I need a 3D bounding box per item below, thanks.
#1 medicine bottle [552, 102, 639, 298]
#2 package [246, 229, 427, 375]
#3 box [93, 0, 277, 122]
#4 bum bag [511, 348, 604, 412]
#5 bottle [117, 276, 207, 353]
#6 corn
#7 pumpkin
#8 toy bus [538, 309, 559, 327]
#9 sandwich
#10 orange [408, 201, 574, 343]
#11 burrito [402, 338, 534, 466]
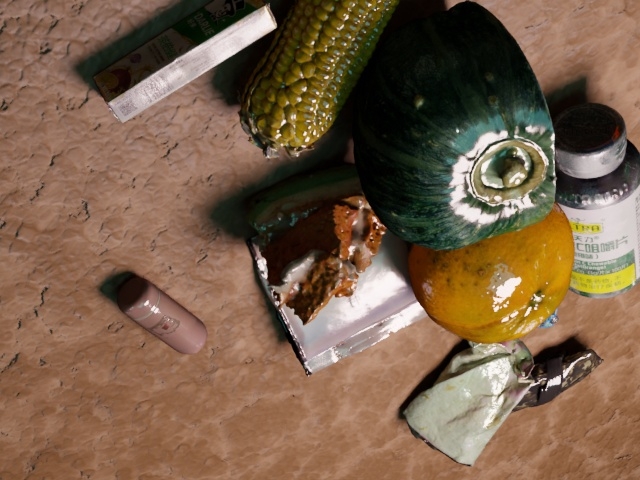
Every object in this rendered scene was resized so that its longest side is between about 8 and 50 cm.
[{"bbox_3d":[0.386,-0.056,1.679,0.141,0.141,0.293,-27,137,-7],"label":"medicine bottle"},{"bbox_3d":[0.026,0.051,1.633,0.204,0.062,0.250,-26,124,-7],"label":"package"},{"bbox_3d":[-0.147,-0.204,1.297,0.207,0.050,0.041,-32,140,-1],"label":"box"},{"bbox_3d":[0.359,0.241,1.985,0.248,0.069,0.102,-25,167,-9],"label":"bum bag"},{"bbox_3d":[-0.203,0.098,1.537,0.053,0.053,0.140,-39,136,6],"label":"bottle"},{"bbox_3d":[0.012,-0.229,1.329,0.115,0.115,0.317,12,122,-37],"label":"corn"},{"bbox_3d":[0.131,-0.121,1.394,0.197,0.263,0.293,-19,139,-6],"label":"pumpkin"},{"bbox_3d":[0.351,0.098,1.873,0.046,0.038,0.083,-10,131,-17],"label":"toy bus"},{"bbox_3d":[0.008,-0.005,1.483,0.185,0.160,0.109,-26,133,1],"label":"sandwich"},{"bbox_3d":[0.233,0.033,1.594,0.240,0.171,0.240,-18,131,-22],"label":"orange"},{"bbox_3d":[0.244,0.241,1.894,0.144,0.089,0.229,34,113,-1],"label":"burrito"}]
